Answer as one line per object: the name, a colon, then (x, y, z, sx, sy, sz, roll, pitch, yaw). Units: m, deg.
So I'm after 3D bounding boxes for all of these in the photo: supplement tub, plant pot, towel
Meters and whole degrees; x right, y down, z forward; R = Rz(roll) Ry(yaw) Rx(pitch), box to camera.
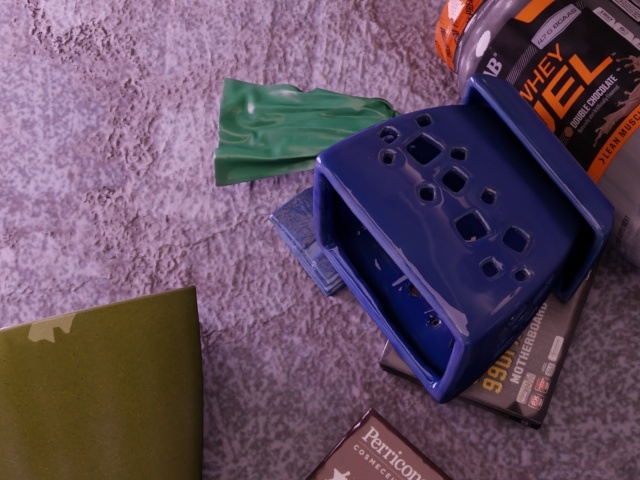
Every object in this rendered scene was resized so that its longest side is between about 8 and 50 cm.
supplement tub: (0.287, -0.150, 1.343, 0.207, 0.207, 0.338, -40, 63, -6)
plant pot: (0.142, -0.009, 1.267, 0.212, 0.236, 0.236, -34, 73, -11)
plant pot: (-0.227, 0.218, 1.298, 0.274, 0.275, 0.293, -13, 88, 2)
towel: (0.000, 0.000, 1.437, 0.067, 0.029, 0.119, -36, 74, -5)

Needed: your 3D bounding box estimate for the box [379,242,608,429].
box: (0.189, 0.062, 1.385, 0.183, 0.056, 0.231, 21, 77, 11)

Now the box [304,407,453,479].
box: (0.047, 0.303, 1.274, 0.168, 0.167, 0.203, 40, 82, 15)

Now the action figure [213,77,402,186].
action figure: (0.001, -0.121, 1.453, 0.232, 0.063, 0.137, -1, 72, 10)
